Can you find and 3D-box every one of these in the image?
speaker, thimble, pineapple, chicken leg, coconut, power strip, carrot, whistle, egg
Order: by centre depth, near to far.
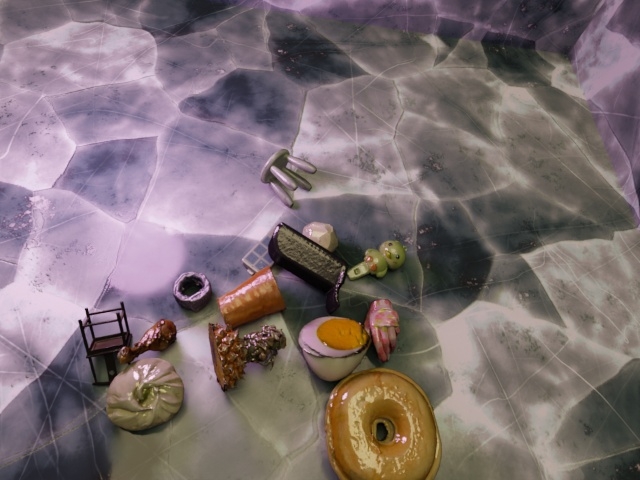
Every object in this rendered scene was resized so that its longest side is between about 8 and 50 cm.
[{"bbox_3d":[-0.631,0.375,1.664,0.107,0.087,0.251,57,36,4],"label":"chicken leg"},{"bbox_3d":[-0.254,0.397,1.671,0.271,0.263,0.263,-11,61,-23],"label":"pineapple"},{"bbox_3d":[0.052,0.422,1.754,0.264,0.174,0.286,10,27,16],"label":"egg"},{"bbox_3d":[-0.280,0.236,1.816,0.254,0.196,0.196,-24,65,-11],"label":"carrot"},{"bbox_3d":[-0.513,0.204,1.828,0.149,0.098,0.150,4,58,-6],"label":"thimble"},{"bbox_3d":[-0.062,0.116,1.886,0.388,0.180,0.184,32,60,-1],"label":"speaker"},{"bbox_3d":[0.000,-0.002,2.003,0.162,0.161,0.161,7,58,4],"label":"coconut"},{"bbox_3d":[-0.226,0.046,2.003,0.118,0.046,0.270,35,59,12],"label":"power strip"},{"bbox_3d":[0.259,0.089,2.005,0.293,0.141,0.141,-23,65,-20],"label":"whistle"}]

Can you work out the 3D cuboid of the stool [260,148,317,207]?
[{"bbox_3d":[-0.152,-0.301,2.138,0.198,0.195,0.195,39,61,13],"label":"stool"}]

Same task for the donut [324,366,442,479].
[{"bbox_3d":[0.221,0.673,1.605,0.448,0.198,0.449,4,59,-7],"label":"donut"}]

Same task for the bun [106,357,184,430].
[{"bbox_3d":[-0.604,0.526,1.574,0.259,0.160,0.260,7,61,-12],"label":"bun"}]

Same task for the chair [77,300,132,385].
[{"bbox_3d":[-0.773,0.377,1.665,0.154,0.141,0.260,-9,105,-14],"label":"chair"}]

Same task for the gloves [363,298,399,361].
[{"bbox_3d":[0.250,0.367,1.846,0.145,0.126,0.241,7,50,-11],"label":"gloves"}]
